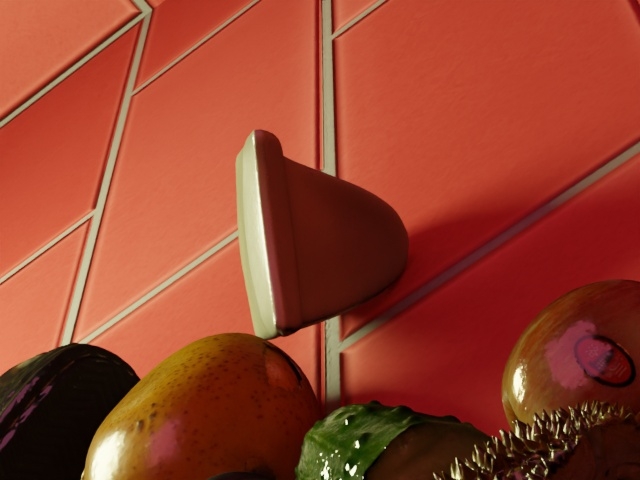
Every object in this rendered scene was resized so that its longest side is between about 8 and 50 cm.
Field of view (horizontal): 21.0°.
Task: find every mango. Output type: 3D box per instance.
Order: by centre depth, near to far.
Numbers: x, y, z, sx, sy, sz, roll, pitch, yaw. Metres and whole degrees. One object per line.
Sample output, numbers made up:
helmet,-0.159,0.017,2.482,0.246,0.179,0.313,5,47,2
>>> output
mango,-0.090,0.165,1.431,0.191,0.160,0.290,-44,11,9

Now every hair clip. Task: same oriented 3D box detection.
hair clip,-0.019,0.003,1.546,0.113,0.172,0.282,-10,-6,28

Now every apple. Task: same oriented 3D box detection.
apple,0.182,0.101,1.092,0.131,0.146,0.146,-33,20,-9

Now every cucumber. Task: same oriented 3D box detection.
cucumber,0.042,0.169,1.230,0.134,0.134,0.244,-45,18,-9

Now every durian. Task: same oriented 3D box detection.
durian,0.133,0.198,0.980,0.237,0.193,0.138,-29,0,17

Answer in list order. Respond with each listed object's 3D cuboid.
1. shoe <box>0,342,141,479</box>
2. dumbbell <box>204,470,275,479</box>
shoe,-0.328,0.254,1.623,0.384,0.171,0.237,-54,28,-12
dumbbell,-0.154,0.258,1.189,0.406,0.179,0.179,-13,34,39
